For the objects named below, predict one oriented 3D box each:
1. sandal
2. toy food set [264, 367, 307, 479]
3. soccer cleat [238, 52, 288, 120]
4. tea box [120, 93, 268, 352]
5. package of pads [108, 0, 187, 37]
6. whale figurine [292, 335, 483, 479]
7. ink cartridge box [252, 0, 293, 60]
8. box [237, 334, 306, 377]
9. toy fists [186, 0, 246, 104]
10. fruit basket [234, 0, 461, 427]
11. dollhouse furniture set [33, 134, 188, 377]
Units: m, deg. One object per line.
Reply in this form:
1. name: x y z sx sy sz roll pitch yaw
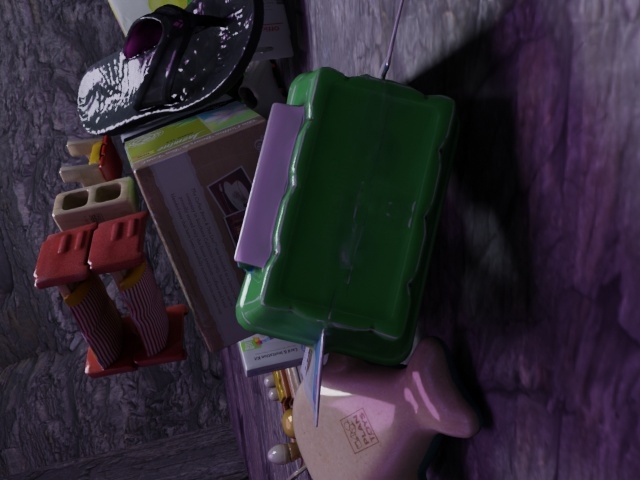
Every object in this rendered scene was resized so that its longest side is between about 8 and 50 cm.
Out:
1. sandal: -0.269 -0.276 1.134 0.446 0.107 0.167 -19 79 36
2. toy food set: -0.095 0.406 1.666 0.219 0.093 0.306 109 147 -64
3. soccer cleat: -0.115 -0.287 1.274 0.068 0.076 0.196 96 158 -48
4. tea box: -0.173 -0.046 1.222 0.323 0.220 0.328 41 152 64
5. package of pads: -0.427 -0.627 1.835 0.296 0.229 0.101 84 171 -69
6. whale figurine: 0.085 0.194 0.790 0.272 0.141 0.216 -46 63 45
7. ink cartridge box: -0.113 -0.364 1.150 0.060 0.104 0.180 142 117 -73
8. box: -0.095 0.162 1.383 0.038 0.145 0.186 99 157 -56
9. toy fists: -0.217 -0.424 1.519 0.142 0.096 0.279 47 156 47
10. fruit basket: 0.011 -0.016 0.678 0.353 0.166 0.326 164 120 -82
11. dollhouse furniture set: -0.309 0.004 1.112 0.374 0.152 0.201 -103 0 -51
